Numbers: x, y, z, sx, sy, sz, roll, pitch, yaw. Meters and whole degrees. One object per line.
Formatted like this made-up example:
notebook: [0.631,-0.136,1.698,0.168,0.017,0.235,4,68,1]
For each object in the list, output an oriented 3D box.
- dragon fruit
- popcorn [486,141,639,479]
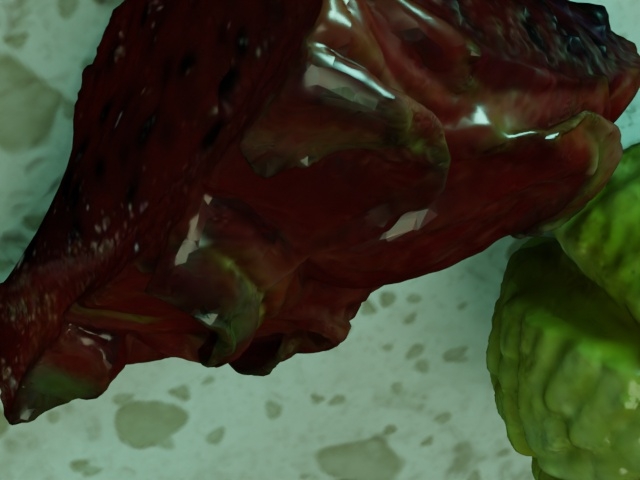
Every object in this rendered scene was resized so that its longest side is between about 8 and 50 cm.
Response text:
dragon fruit: [0.003,0.006,0.885,0.286,0.228,0.329,27,109,-33]
popcorn: [0.220,0.048,0.986,0.257,0.270,0.224,-4,137,42]
